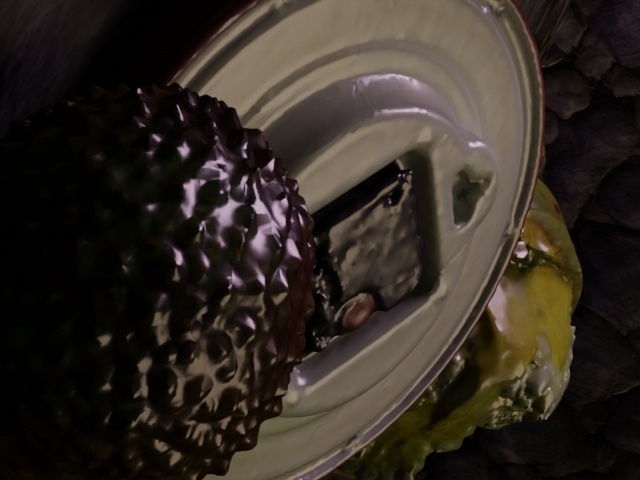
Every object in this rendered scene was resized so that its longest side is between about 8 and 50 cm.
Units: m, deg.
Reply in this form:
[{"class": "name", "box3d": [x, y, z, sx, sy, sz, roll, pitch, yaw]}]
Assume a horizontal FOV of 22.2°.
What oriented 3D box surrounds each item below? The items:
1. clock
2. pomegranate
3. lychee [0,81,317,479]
[{"class": "clock", "box3d": [0.000, 0.000, 0.810, 0.318, 0.080, 0.318, -25, 131, -32]}, {"class": "pomegranate", "box3d": [0.018, 0.053, 1.077, 0.341, 0.260, 0.260, -31, 174, 6]}, {"class": "lychee", "box3d": [-0.077, 0.015, 0.624, 0.171, 0.171, 0.171, -59, 171, -14]}]
